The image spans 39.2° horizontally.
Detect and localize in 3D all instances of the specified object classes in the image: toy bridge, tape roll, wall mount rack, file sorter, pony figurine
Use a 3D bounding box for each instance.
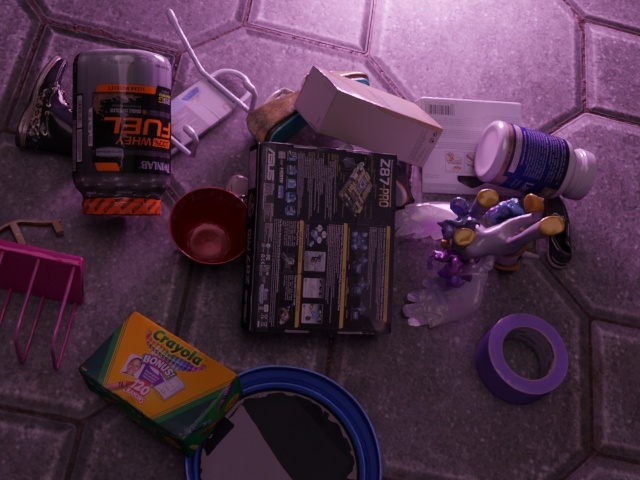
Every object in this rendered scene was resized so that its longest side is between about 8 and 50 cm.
[{"bbox_3d":[-0.637,-0.010,1.892,0.188,0.026,0.063,-23,70,-24],"label":"toy bridge"},{"bbox_3d":[0.447,0.263,1.998,0.188,0.080,0.189,6,63,-11],"label":"tape roll"},{"bbox_3d":[-0.327,-0.361,2.097,0.304,0.130,0.350,41,60,11],"label":"wall mount rack"},{"bbox_3d":[-0.623,0.121,1.727,0.290,0.202,0.182,13,62,-8],"label":"file sorter"},{"bbox_3d":[0.339,0.013,1.987,0.350,0.363,0.303,-8,72,-1],"label":"pony figurine"}]

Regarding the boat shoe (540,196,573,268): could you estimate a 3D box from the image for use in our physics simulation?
[{"bbox_3d":[0.586,-0.034,2.196,0.075,0.065,0.206,7,60,-8],"label":"boat shoe"}]

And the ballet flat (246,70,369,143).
[{"bbox_3d":[-0.034,-0.341,2.175,0.348,0.123,0.123,-35,76,-26],"label":"ballet flat"}]

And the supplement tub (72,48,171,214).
[{"bbox_3d":[-0.420,-0.222,1.903,0.207,0.207,0.338,0,91,-15],"label":"supplement tub"}]

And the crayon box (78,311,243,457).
[{"bbox_3d":[-0.309,0.275,1.745,0.278,0.081,0.165,27,58,25],"label":"crayon box"}]

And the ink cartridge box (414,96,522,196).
[{"bbox_3d":[0.371,-0.230,2.251,0.275,0.060,0.239,2,87,-14],"label":"ink cartridge box"}]

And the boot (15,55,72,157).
[{"bbox_3d":[-0.564,-0.288,2.025,0.178,0.085,0.236,19,66,-7],"label":"boot"}]

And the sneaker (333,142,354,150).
[{"bbox_3d":[0.035,-0.064,2.062,0.104,0.146,0.296,-20,98,-60],"label":"sneaker"}]

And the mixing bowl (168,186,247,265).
[{"bbox_3d":[-0.239,-0.015,1.952,0.181,0.098,0.182,4,66,-9],"label":"mixing bowl"}]

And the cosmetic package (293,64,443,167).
[{"bbox_3d":[0.112,-0.286,2.089,0.309,0.113,0.160,15,24,-33],"label":"cosmetic package"}]

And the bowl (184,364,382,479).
[{"bbox_3d":[-0.075,0.441,1.772,0.391,0.077,0.391,6,62,-12],"label":"bowl"}]

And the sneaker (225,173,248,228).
[{"bbox_3d":[-0.140,-0.056,2.006,0.088,0.093,0.225,-21,69,-23],"label":"sneaker"}]

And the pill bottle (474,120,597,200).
[{"bbox_3d":[0.521,-0.187,2.178,0.264,0.153,0.153,13,61,-13],"label":"pill bottle"}]

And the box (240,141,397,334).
[{"bbox_3d":[0.000,0.000,1.909,0.318,0.097,0.395,2,88,-18],"label":"box"}]

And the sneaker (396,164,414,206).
[{"bbox_3d":[0.181,-0.147,2.168,0.064,0.061,0.158,4,60,-43],"label":"sneaker"}]
